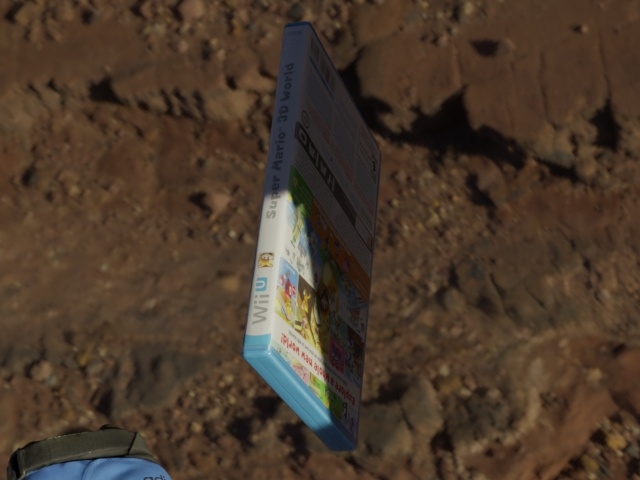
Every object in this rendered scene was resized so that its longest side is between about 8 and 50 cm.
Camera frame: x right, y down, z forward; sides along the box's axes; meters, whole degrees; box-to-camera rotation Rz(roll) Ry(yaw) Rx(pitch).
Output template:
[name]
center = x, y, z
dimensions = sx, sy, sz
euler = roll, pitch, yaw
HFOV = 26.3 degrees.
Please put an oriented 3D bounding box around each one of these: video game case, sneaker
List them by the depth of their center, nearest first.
[video game case]
center = 0.000, 0.000, 0.638
dimensions = 0.015, 0.119, 0.166
euler = -4, 61, 19
[sneaker]
center = -0.140, 0.145, 0.648
dimensions = 0.152, 0.058, 0.085
euler = -32, 44, -5
